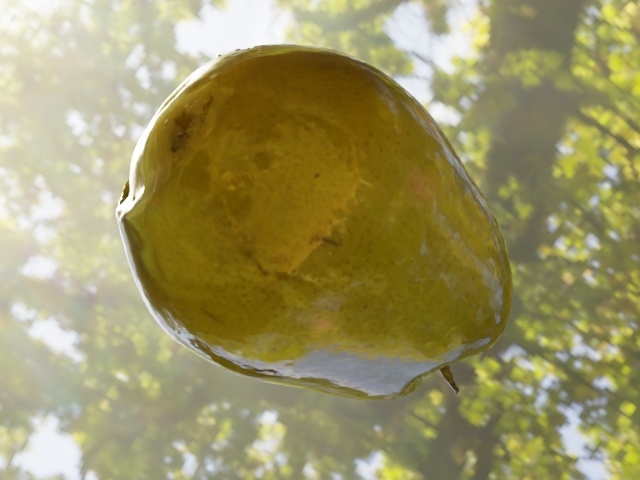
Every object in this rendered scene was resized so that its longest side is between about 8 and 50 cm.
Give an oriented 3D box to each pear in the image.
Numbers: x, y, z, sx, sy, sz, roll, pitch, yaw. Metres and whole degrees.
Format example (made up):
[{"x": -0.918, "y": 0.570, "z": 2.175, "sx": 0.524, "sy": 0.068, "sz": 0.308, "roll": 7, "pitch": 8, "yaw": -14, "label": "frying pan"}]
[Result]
[{"x": 0.000, "y": -0.005, "z": 1.343, "sx": 0.285, "sy": 0.336, "sz": 0.285, "roll": -60, "pitch": 173, "yaw": -11, "label": "pear"}]
